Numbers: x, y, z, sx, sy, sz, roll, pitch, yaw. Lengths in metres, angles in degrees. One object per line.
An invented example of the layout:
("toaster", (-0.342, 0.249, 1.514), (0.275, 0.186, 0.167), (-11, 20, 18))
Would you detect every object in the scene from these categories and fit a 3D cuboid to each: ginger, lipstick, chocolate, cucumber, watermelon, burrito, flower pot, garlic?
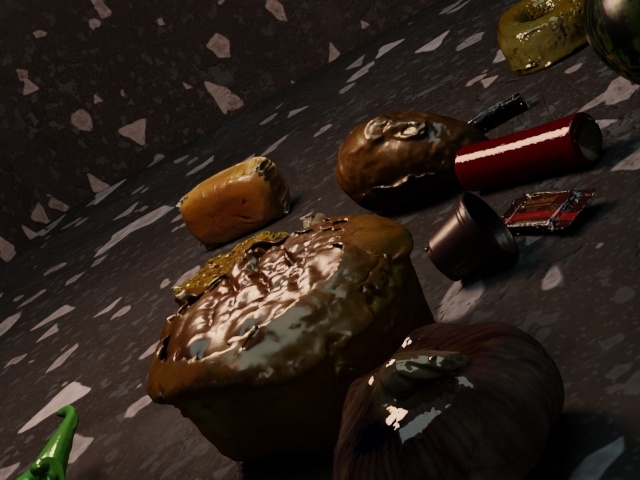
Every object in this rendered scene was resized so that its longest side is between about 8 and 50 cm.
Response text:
("ginger", (0.136, -0.139, 1.798), (0.321, 0.172, 0.165), (-8, 69, 50))
("lipstick", (0.312, -0.132, 1.587), (0.241, 0.080, 0.080), (-12, 27, 50))
("chocolate", (0.299, -0.035, 1.426), (0.086, 0.028, 0.182), (-49, 20, -23))
("cucumber", (0.305, -0.221, 1.938), (0.163, 0.043, 0.039), (-31, 58, 18))
("watermelon", (0.518, -0.342, 1.525), (0.269, 0.269, 0.269), (-30, 16, 10))
("burrito", (-0.002, 0.001, 1.834), (0.063, 0.058, 0.229), (-36, 14, 7))
("flower pot", (0.196, 0.004, 1.401), (0.089, 0.111, 0.111), (-43, 11, 23))
("garlic", (0.106, 0.164, 0.976), (0.245, 0.160, 0.245), (-38, 18, 15))

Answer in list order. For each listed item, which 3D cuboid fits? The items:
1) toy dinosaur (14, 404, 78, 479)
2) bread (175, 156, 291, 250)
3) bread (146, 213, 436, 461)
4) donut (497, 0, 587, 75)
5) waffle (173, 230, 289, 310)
("toy dinosaur", (-0.433, 0.427, 1.360), (0.374, 0.144, 0.500), (-46, 14, -4))
("bread", (-0.188, -0.080, 2.269), (0.241, 0.136, 0.107), (-22, 20, 30))
("bread", (-0.032, 0.125, 1.281), (0.358, 0.204, 0.337), (-14, 22, 40))
("donut", (0.475, -0.450, 2.158), (0.272, 0.107, 0.272), (-31, 18, 11))
("waffle", (-0.166, 0.056, 1.988), (0.254, 0.052, 0.245), (-37, 15, -19))
